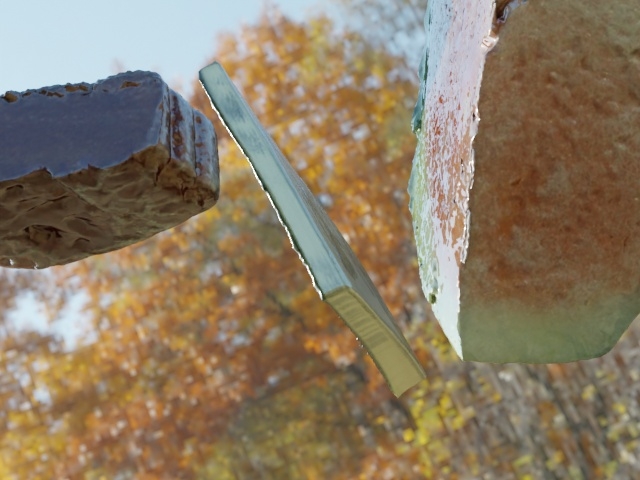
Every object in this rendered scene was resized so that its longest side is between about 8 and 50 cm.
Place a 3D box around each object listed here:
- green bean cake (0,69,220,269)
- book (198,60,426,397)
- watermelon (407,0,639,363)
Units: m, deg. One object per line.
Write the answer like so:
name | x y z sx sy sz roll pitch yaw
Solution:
green bean cake | -0.210 -0.056 1.137 0.233 0.097 0.198 -15 -26 18
book | 0.000 0.000 1.408 0.043 0.260 0.371 -31 -22 2
watermelon | 0.119 -0.099 0.762 0.193 0.310 0.232 29 -37 -13
